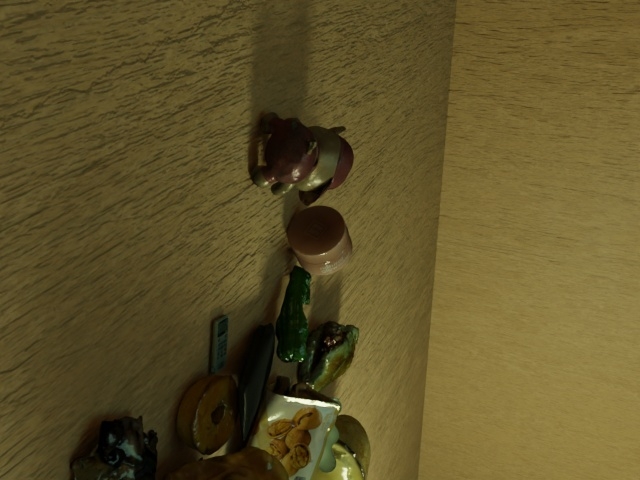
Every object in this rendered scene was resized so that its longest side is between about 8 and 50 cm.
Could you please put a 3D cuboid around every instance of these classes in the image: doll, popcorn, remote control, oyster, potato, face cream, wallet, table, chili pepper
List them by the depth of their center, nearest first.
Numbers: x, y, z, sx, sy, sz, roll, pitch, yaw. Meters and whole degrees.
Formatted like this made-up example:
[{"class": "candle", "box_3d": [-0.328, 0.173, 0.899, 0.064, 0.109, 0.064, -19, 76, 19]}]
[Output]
[{"class": "oyster", "box_3d": [-0.354, 0.477, 1.103, 0.221, 0.096, 0.360, 37, 64, -59]}, {"class": "popcorn", "box_3d": [-0.199, 0.540, 1.310, 0.297, 0.281, 0.316, -50, 132, -3]}, {"class": "remote control", "box_3d": [-0.217, 0.222, 1.402, 0.053, 0.018, 0.124, -25, 123, -64]}, {"class": "doll", "box_3d": [-0.037, -0.182, 1.474, 0.256, 0.152, 0.196, 5, 128, -53]}, {"class": "wallet", "box_3d": [-0.153, 0.318, 1.500, 0.245, 0.052, 0.168, -73, 169, -60]}, {"class": "chili pepper", "box_3d": [-0.064, 0.182, 1.625, 0.099, 0.084, 0.253, 80, 14, -56]}, {"class": "face cream", "box_3d": [0.000, 0.000, 1.647, 0.104, 0.149, 0.149, 67, 40, -55]}, {"class": "table", "box_3d": [-0.031, 0.520, 1.768, 0.166, 0.167, 0.198, 40, 54, -65]}, {"class": "potato", "box_3d": [0.060, 0.673, 2.050, 0.242, 0.243, 0.285, -42, 123, -56]}]

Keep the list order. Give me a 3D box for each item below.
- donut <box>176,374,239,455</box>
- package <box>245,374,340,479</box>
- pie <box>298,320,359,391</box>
[{"class": "donut", "box_3d": [-0.237, 0.358, 1.362, 0.178, 0.066, 0.162, 20, 77, -67]}, {"class": "package", "box_3d": [-0.120, 0.507, 1.645, 0.222, 0.165, 0.311, 16, 94, -33]}, {"class": "pie", "box_3d": [0.020, 0.361, 1.964, 0.257, 0.106, 0.274, -64, 155, 2]}]
